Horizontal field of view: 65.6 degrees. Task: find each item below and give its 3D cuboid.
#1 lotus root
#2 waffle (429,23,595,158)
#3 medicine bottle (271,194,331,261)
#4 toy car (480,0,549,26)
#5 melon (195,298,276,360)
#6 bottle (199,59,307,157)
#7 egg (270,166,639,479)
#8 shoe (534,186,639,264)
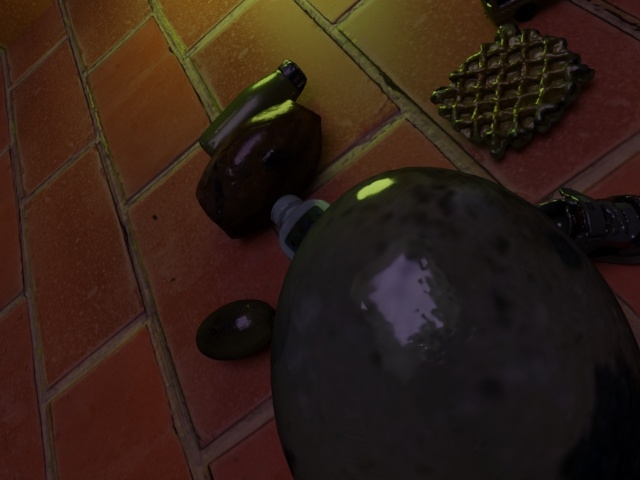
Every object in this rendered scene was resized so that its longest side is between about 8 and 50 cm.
[{"bbox_3d":[-0.116,-0.148,0.947,0.291,0.193,0.193,-45,53,4],"label":"lotus root"},{"bbox_3d":[0.317,-0.250,0.821,0.223,0.054,0.204,-43,53,7],"label":"waffle"},{"bbox_3d":[0.000,0.000,0.862,0.121,0.083,0.229,-50,54,2],"label":"medicine bottle"},{"bbox_3d":[0.397,-0.483,0.845,0.257,0.124,0.101,-25,58,19],"label":"toy car"},{"bbox_3d":[-0.148,0.157,0.864,0.162,0.099,0.099,-21,58,22],"label":"melon"},{"bbox_3d":[-0.135,-0.267,1.054,0.260,0.112,0.112,-46,53,3],"label":"bottle"},{"bbox_3d":[0.123,0.134,0.491,0.345,0.427,0.345,-15,16,4],"label":"egg"},{"bbox_3d":[0.347,-0.025,0.650,0.228,0.125,0.099,-15,57,25],"label":"shoe"}]
